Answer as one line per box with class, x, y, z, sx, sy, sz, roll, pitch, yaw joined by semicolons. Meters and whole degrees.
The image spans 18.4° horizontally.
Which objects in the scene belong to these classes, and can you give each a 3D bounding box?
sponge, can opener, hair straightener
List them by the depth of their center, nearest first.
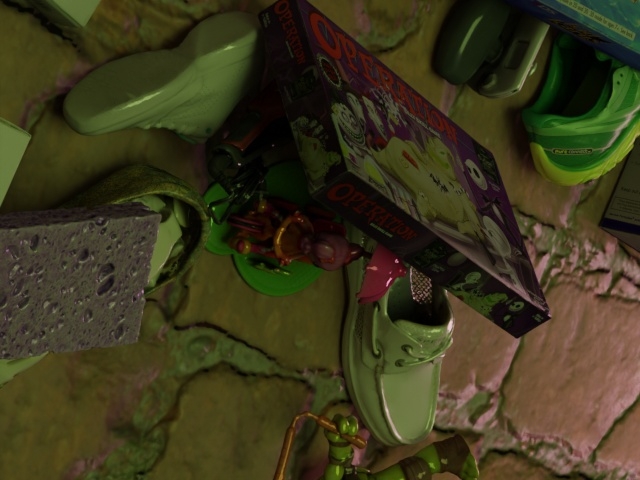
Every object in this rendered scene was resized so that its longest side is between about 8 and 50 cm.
sponge;-0.222;0.034;1.512;0.210;0.031;0.117;-7;120;-42
hair straightener;-0.048;-0.072;1.724;0.230;0.047;0.089;-58;149;-59
can opener;0.212;-0.266;1.941;0.093;0.074;0.280;37;77;-39

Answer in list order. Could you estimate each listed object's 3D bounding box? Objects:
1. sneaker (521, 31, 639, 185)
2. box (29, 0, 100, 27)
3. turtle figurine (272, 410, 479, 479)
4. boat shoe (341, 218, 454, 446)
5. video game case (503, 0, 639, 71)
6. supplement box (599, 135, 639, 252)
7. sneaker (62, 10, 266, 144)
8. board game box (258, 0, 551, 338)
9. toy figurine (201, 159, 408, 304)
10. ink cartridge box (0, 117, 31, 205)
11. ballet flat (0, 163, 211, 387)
sneaker;0.314;-0.189;2.024;0.295;0.109;0.123;-52;132;-17
box;-0.195;-0.366;1.579;0.232;0.058;0.322;39;75;-40
turtle figurine;0.040;0.268;1.925;0.217;0.087;0.269;-8;113;-22
boat shoe;0.082;0.081;1.907;0.098;0.096;0.277;-22;115;-34
video game case;0.292;-0.313;1.911;0.269;0.061;0.244;22;83;-33
supplement box;0.412;-0.085;2.135;0.111;0.114;0.220;28;81;-40
sneaker;-0.125;-0.118;1.699;0.212;0.080;0.094;-28;130;-33
board game box;0.080;-0.061;1.772;0.056;0.208;0.347;-35;142;18
toy figurine;0.000;0.000;1.774;0.173;0.159;0.130;13;93;-41
ink cartridge box;-0.296;-0.058;1.522;0.056;0.135;0.099;28;83;-42
ballet flat;-0.231;0.046;1.620;0.348;0.123;0.123;-34;121;-29
